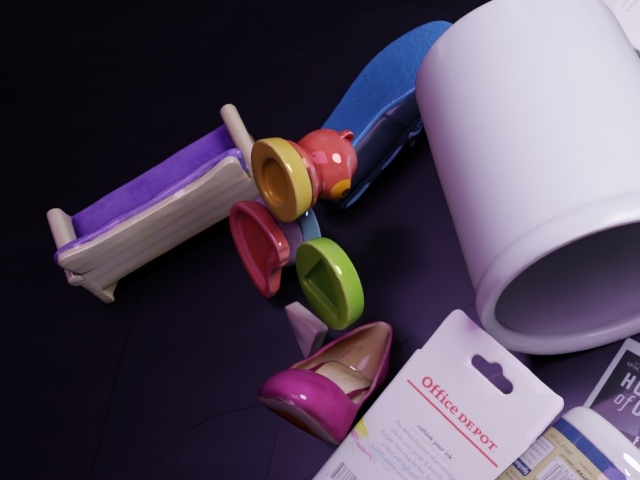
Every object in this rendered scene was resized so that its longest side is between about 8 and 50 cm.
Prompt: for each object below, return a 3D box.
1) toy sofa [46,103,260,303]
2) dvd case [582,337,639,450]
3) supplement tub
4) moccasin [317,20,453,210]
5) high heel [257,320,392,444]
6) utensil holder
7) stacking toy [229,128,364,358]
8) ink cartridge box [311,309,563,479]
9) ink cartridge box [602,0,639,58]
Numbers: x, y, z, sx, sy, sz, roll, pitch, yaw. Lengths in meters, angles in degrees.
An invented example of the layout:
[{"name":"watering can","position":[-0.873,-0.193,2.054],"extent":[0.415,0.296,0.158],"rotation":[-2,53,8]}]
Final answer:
[{"name":"toy sofa","position":[-0.261,-0.066,1.785],"extent":[0.362,0.177,0.150],"rotation":[-30,59,7]},{"name":"dvd case","position":[0.413,0.266,1.437],"extent":[0.179,0.029,0.239],"rotation":[30,80,31]},{"name":"supplement tub","position":[0.258,0.369,1.253],"extent":[0.316,0.228,0.228],"rotation":[-42,58,0]},{"name":"moccasin","position":[0.100,-0.195,1.743],"extent":[0.342,0.117,0.138],"rotation":[-44,45,3]},{"name":"high heel","position":[0.019,0.161,1.448],"extent":[0.127,0.377,0.181],"rotation":[29,84,8]},{"name":"utensil holder","position":[0.315,-0.093,1.483],"extent":[0.327,0.327,0.386],"rotation":[-22,57,11]},{"name":"stacking toy","position":[0.000,0.000,1.614],"extent":[0.130,0.309,0.280],"rotation":[-24,76,-25]},{"name":"ink cartridge box","position":[0.152,0.288,1.439],"extent":[0.207,0.119,0.353],"rotation":[43,99,32]},{"name":"ink cartridge box","position":[0.464,-0.372,1.673],"extent":[0.207,0.117,0.283],"rotation":[-47,58,-6]}]
